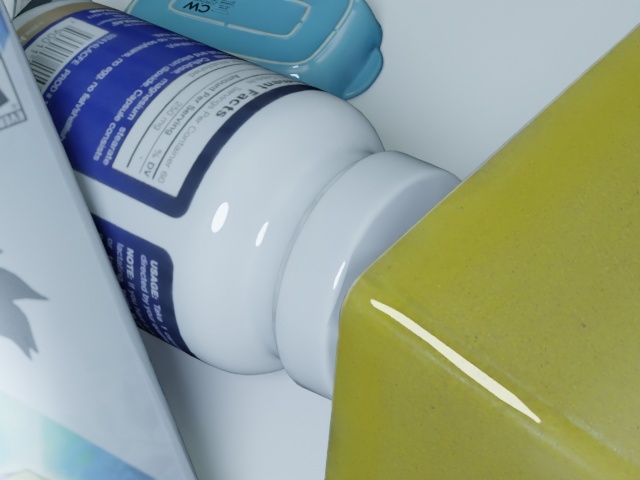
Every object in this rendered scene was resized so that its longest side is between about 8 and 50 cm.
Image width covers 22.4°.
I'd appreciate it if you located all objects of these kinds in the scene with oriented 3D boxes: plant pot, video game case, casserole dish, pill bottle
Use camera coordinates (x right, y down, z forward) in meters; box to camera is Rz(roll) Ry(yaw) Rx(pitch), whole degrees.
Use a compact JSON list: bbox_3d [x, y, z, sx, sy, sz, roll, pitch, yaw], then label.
[{"bbox_3d":[0.144,0.068,0.722,0.187,0.212,0.212,38,63,20],"label":"plant pot"},{"bbox_3d":[-0.250,0.073,0.751,0.329,0.036,0.300,-22,89,-10],"label":"video game case"},{"bbox_3d":[-0.050,-0.137,1.040,0.188,0.037,0.114,16,52,23],"label":"casserole dish"},{"bbox_3d":[-0.059,-0.020,0.846,0.264,0.153,0.153,25,57,33],"label":"pill bottle"}]

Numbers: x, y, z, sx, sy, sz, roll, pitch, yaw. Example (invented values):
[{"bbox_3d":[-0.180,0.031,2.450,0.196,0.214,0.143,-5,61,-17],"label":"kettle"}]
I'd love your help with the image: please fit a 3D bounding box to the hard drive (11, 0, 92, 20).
[{"bbox_3d":[-0.177,-0.085,0.973,0.022,0.094,0.135,19,54,25],"label":"hard drive"}]
